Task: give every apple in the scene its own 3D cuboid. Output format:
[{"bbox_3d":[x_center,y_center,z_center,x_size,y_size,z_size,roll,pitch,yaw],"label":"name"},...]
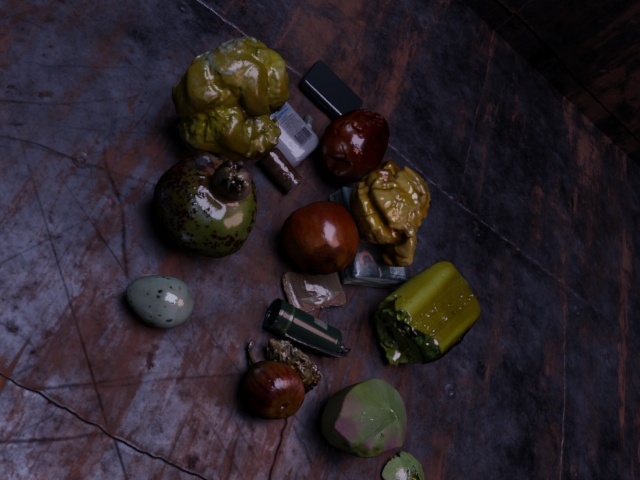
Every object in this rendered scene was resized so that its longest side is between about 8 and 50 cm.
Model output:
[{"bbox_3d":[0.000,0.000,1.764,0.229,0.230,0.230,17,59,-30],"label":"apple"}]

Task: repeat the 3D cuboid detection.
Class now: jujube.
[{"bbox_3d":[0.121,-0.324,2.022,0.223,0.223,0.318,49,39,-7],"label":"jujube"}]

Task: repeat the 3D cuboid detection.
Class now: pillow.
[{"bbox_3d":[-0.018,0.146,1.801,0.211,0.034,0.135,-9,74,-38],"label":"pillow"}]

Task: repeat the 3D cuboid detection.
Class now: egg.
[{"bbox_3d":[-0.388,0.142,1.462,0.164,0.131,0.131,30,53,-13],"label":"egg"}]

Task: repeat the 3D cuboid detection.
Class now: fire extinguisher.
[{"bbox_3d":[-0.017,0.269,1.704,0.294,0.093,0.118,31,12,-23],"label":"fire extinguisher"}]

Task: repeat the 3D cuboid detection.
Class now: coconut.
[{"bbox_3d":[0.126,0.478,1.614,0.236,0.236,0.205,45,52,-10],"label":"coconut"},{"bbox_3d":[0.250,0.673,1.732,0.158,0.055,0.133,26,57,-27],"label":"coconut"}]

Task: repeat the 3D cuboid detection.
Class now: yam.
[{"bbox_3d":[-0.122,-0.218,1.872,0.141,0.079,0.079,51,48,-7],"label":"yam"}]

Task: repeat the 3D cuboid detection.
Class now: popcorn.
[{"bbox_3d":[0.215,-0.083,1.819,0.264,0.225,0.333,-1,82,-57],"label":"popcorn"}]

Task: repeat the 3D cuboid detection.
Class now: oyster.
[{"bbox_3d":[-0.078,0.333,1.617,0.177,0.105,0.056,57,20,0],"label":"oyster"}]

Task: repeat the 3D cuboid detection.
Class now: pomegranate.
[{"bbox_3d":[-0.271,-0.114,1.531,0.284,0.340,0.285,13,63,-28],"label":"pomegranate"}]

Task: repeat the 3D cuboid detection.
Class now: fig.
[{"bbox_3d":[-0.140,0.372,1.536,0.201,0.148,0.149,21,12,18],"label":"fig"}]

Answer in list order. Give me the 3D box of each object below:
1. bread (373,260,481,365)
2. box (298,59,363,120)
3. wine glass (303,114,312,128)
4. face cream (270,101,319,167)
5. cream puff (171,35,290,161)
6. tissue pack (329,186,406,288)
[{"bbox_3d":[0.335,0.233,1.907,0.376,0.208,0.251,-30,91,-42],"label":"bread"},{"bbox_3d":[0.040,-0.525,2.161,0.230,0.050,0.160,41,51,-14],"label":"box"},{"bbox_3d":[-0.044,-0.384,2.036,0.039,0.042,0.083,50,39,-45],"label":"wine glass"},{"bbox_3d":[-0.156,-0.394,1.927,0.337,0.080,0.163,47,56,-9],"label":"face cream"},{"bbox_3d":[-0.226,-0.366,1.681,0.276,0.378,0.378,51,48,4],"label":"cream puff"},{"bbox_3d":[0.159,-0.009,1.965,0.227,0.103,0.316,9,64,-36],"label":"tissue pack"}]
